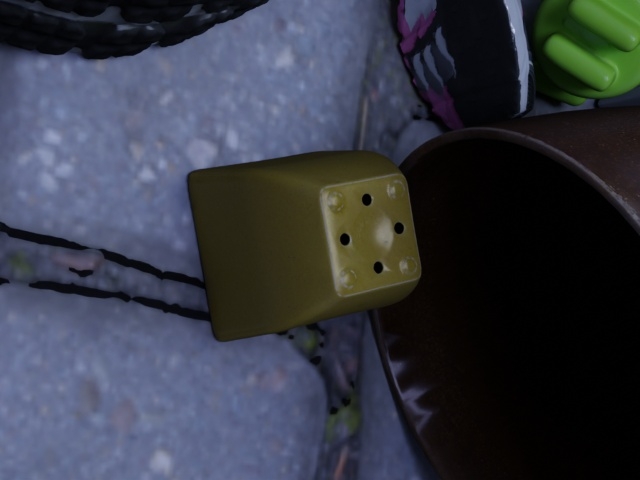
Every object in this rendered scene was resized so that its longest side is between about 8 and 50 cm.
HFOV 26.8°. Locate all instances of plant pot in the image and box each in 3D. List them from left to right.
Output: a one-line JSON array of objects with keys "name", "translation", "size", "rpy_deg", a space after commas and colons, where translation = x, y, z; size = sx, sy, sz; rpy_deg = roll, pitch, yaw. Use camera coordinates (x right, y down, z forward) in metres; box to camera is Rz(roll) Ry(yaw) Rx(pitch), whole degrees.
[{"name": "plant pot", "translation": [0.000, 0.000, 0.612], "size": [0.081, 0.083, 0.082], "rpy_deg": [-11, 94, -34]}, {"name": "plant pot", "translation": [0.179, 0.019, 0.648], "size": [0.230, 0.215, 0.215], "rpy_deg": [-22, 99, -32]}]

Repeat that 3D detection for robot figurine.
[{"name": "robot figurine", "translation": [0.152, -0.114, 0.718], "size": [0.067, 0.101, 0.115], "rpy_deg": [33, 28, 8]}]

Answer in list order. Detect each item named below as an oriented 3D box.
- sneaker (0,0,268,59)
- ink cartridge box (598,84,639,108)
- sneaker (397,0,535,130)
[{"name": "sneaker", "translation": [-0.144, -0.186, 0.501], "size": [0.410, 0.158, 0.182], "rpy_deg": [3, 73, -38]}, {"name": "ink cartridge box", "translation": [0.223, -0.120, 0.767], "size": [0.052, 0.088, 0.122], "rpy_deg": [34, 69, -27]}, {"name": "sneaker", "translation": [0.082, -0.146, 0.689], "size": [0.077, 0.072, 0.178], "rpy_deg": [-26, 107, -43]}]
